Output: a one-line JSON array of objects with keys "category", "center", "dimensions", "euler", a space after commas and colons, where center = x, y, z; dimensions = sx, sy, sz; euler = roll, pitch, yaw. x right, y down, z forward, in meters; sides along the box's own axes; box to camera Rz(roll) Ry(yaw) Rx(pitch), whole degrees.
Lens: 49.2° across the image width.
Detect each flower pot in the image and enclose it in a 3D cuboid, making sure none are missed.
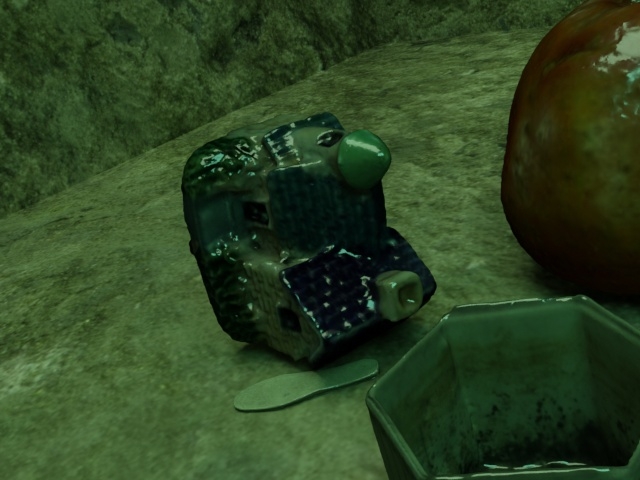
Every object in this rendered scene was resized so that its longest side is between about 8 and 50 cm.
[{"category": "flower pot", "center": [0.167, 0.179, 0.546], "dimensions": [0.209, 0.190, 0.239], "euler": [7, 31, 43]}]

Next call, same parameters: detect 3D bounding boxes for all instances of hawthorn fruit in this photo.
[{"category": "hawthorn fruit", "center": [0.412, -0.140, 0.851], "dimensions": [0.402, 0.403, 0.403], "euler": [-14, 23, 6]}]

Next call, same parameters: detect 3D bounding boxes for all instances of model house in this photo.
[{"category": "model house", "center": [0.002, 0.000, 0.905], "dimensions": [0.243, 0.299, 0.284], "euler": [-25, 26, -33]}]

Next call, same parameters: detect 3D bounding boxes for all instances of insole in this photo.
[{"category": "insole", "center": [-0.019, 0.183, 0.884], "dimensions": [0.191, 0.010, 0.063], "euler": [-16, 23, 3]}]
